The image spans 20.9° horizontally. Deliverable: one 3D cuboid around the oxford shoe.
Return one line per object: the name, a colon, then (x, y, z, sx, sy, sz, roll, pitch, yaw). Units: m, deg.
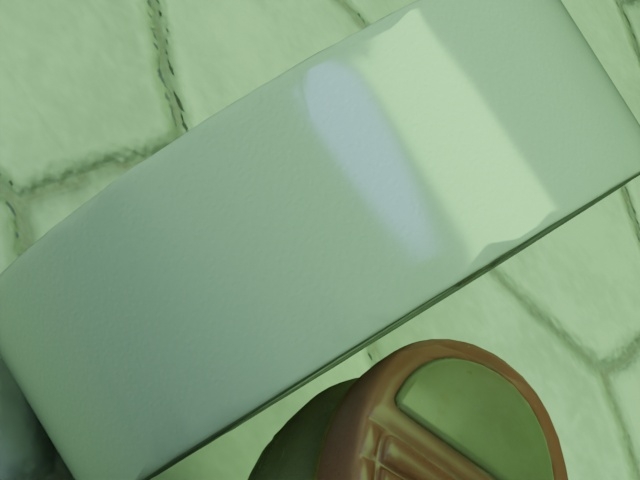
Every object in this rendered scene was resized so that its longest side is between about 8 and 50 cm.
oxford shoe: (-0.001, 0.238, 0.670, 0.140, 0.146, 0.397, 30, 60, -24)

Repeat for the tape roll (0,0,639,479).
tape roll: (0.000, 0.000, 0.746, 0.100, 0.286, 0.286, 57, 31, 4)
